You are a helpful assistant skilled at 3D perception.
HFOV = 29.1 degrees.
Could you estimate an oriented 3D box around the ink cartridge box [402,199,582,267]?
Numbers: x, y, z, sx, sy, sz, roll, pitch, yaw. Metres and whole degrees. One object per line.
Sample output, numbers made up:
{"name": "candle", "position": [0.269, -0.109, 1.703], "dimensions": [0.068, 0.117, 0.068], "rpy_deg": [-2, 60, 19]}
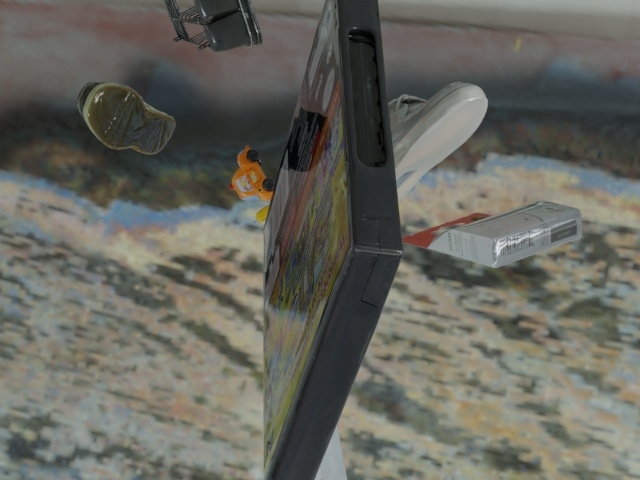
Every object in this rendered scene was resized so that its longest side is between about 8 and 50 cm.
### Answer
{"name": "ink cartridge box", "position": [0.259, -0.025, 1.923], "dimensions": [0.189, 0.066, 0.232], "rpy_deg": [-17, -155, -33]}

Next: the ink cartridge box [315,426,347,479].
{"name": "ink cartridge box", "position": [-0.115, 0.330, 1.044], "dimensions": [0.091, 0.385, 0.308], "rpy_deg": [26, 151, 23]}

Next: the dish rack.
{"name": "dish rack", "position": [-0.174, -0.353, 1.635], "dimensions": [0.074, 0.208, 0.271], "rpy_deg": [-22, -162, -13]}

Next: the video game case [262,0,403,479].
{"name": "video game case", "position": [0.000, 0.000, 0.836], "dimensions": [0.035, 0.248, 0.274], "rpy_deg": [7, 138, -10]}

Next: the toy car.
{"name": "toy car", "position": [-0.063, -0.050, 1.116], "dimensions": [0.041, 0.060, 0.122], "rpy_deg": [-29, -169, 0]}

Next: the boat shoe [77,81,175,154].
{"name": "boat shoe", "position": [-0.268, -0.166, 1.618], "dimensions": [0.073, 0.080, 0.223], "rpy_deg": [30, -176, 19]}

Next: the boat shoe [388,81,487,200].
{"name": "boat shoe", "position": [0.070, -0.086, 1.030], "dimensions": [0.066, 0.063, 0.184], "rpy_deg": [-15, 160, -31]}
